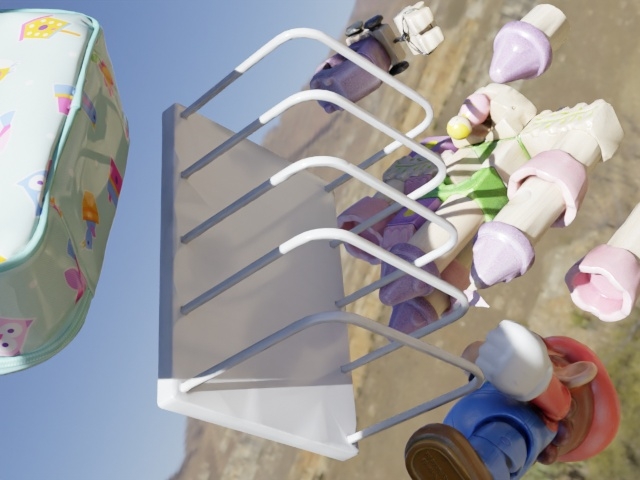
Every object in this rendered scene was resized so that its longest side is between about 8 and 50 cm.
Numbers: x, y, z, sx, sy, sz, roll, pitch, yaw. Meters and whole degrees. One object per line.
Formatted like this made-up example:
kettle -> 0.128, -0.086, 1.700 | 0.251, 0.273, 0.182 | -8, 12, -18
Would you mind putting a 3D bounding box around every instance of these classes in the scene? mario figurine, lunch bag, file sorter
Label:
mario figurine -> 0.133, 0.150, 0.887 | 0.320, 0.198, 0.170 | -22, -85, -55
lunch bag -> -0.247, -0.040, 0.658 | 0.279, 0.224, 0.108 | -91, -6, -47
file sorter -> 0.000, 0.000, 0.822 | 0.173, 0.193, 0.277 | -32, 48, 34

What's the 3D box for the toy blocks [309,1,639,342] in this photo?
toy blocks -> 0.111, -0.035, 0.960 | 0.260, 0.309, 0.289 | -45, 23, -30
